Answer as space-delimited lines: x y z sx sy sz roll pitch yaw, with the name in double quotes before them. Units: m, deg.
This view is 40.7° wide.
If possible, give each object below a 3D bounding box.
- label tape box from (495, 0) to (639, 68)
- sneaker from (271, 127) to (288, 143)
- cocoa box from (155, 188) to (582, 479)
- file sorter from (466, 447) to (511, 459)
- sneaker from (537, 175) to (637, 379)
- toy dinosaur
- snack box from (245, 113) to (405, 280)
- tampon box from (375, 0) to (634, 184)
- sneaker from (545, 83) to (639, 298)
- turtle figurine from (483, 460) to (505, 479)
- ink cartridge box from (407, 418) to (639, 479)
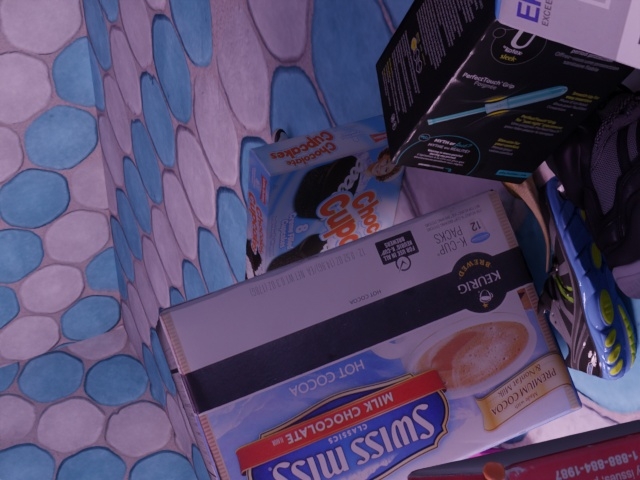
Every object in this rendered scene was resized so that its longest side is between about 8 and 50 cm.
"label tape box" 0.169 -0.205 0.385 0.347 0.115 0.249 23 144 21
"sneaker" -0.049 -0.132 1.324 0.037 0.032 0.083 13 124 48
"cocoa box" 0.033 0.127 0.877 0.231 0.347 0.228 139 111 -76
"file sorter" 0.145 0.381 1.054 0.290 0.182 0.202 -27 82 67
"sneaker" 0.222 0.036 0.769 0.078 0.067 0.188 -6 104 49
"toy dinosaur" 0.188 -0.066 0.829 0.183 0.053 0.093 59 170 34
"snack box" 0.000 0.000 1.100 0.060 0.187 0.322 53 151 37
"tampon box" 0.129 -0.132 0.617 0.161 0.120 0.101 126 145 -50
"sneaker" 0.237 -0.091 0.613 0.153 0.101 0.269 55 151 36
"turtle figurine" 0.067 0.248 0.517 0.269 0.087 0.217 117 141 -56
"ink cartridge box" 0.247 0.321 0.582 0.160 0.279 0.385 140 121 -64
